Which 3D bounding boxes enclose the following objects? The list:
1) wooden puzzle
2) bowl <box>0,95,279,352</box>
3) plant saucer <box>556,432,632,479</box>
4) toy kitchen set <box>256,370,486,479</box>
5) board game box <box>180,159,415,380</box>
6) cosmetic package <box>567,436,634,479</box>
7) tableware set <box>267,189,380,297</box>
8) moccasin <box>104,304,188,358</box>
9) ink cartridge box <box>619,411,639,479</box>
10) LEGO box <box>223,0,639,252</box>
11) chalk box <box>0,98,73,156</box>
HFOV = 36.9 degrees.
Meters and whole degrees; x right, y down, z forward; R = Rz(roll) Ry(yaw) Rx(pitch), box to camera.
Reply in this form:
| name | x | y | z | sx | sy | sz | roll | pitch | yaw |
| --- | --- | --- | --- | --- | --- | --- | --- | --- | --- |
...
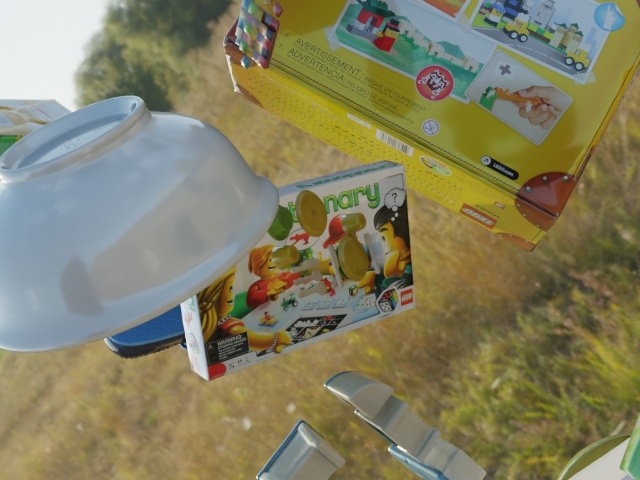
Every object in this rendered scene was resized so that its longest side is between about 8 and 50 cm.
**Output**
| name | x | y | z | sx | sy | sz | roll | pitch | yaw |
| --- | --- | --- | --- | --- | --- | --- | --- | --- | --- |
| wooden puzzle | -0.060 | -0.194 | 0.895 | 0.006 | 0.049 | 0.083 | -20 | -38 | -39 |
| bowl | -0.198 | -0.039 | 0.866 | 0.297 | 0.134 | 0.298 | -18 | 26 | 9 |
| plant saucer | 0.468 | 0.413 | 1.578 | 0.241 | 0.241 | 0.037 | -52 | 30 | 4 |
| toy kitchen set | 0.048 | 0.259 | 1.098 | 0.166 | 0.207 | 0.122 | -52 | 23 | -12 |
| board game box | -0.024 | 0.029 | 1.156 | 0.305 | 0.193 | 0.053 | -17 | 20 | -30 |
| cosmetic package | 0.400 | 0.451 | 1.053 | 0.329 | 0.394 | 0.327 | -29 | -17 | -42 |
| tableware set | 0.000 | 0.000 | 0.955 | 0.024 | 0.104 | 0.154 | -17 | -1 | 37 |
| moccasin | -0.202 | 0.122 | 1.606 | 0.342 | 0.138 | 0.117 | -23 | -35 | -34 |
| ink cartridge box | 0.296 | 0.032 | 0.487 | 0.273 | 0.198 | 0.115 | -67 | -20 | -5 |
| LEGO box | 0.174 | -0.275 | 1.339 | 0.372 | 0.500 | 0.193 | -59 | -7 | -12 |
| chalk box | -0.329 | -0.034 | 1.035 | 0.132 | 0.132 | 0.213 | 33 | 120 | 42 |
